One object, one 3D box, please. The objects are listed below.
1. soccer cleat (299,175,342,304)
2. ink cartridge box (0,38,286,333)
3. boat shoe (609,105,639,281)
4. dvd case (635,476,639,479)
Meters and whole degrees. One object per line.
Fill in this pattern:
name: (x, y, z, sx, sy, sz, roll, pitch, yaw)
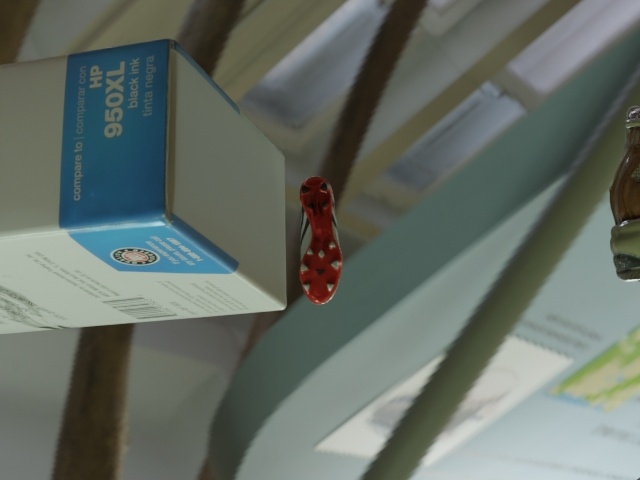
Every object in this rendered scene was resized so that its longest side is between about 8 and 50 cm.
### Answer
soccer cleat: (0.000, 0.000, 0.911, 0.035, 0.029, 0.083, 40, -135, -81)
ink cartridge box: (-0.260, -0.028, 1.260, 0.285, 0.395, 0.166, 44, -137, -66)
boat shoe: (0.250, -0.055, 0.704, 0.123, 0.324, 0.119, -4, -96, -28)
dvd case: (0.248, 0.231, 1.101, 0.119, 0.013, 0.087, -7, -81, -62)
